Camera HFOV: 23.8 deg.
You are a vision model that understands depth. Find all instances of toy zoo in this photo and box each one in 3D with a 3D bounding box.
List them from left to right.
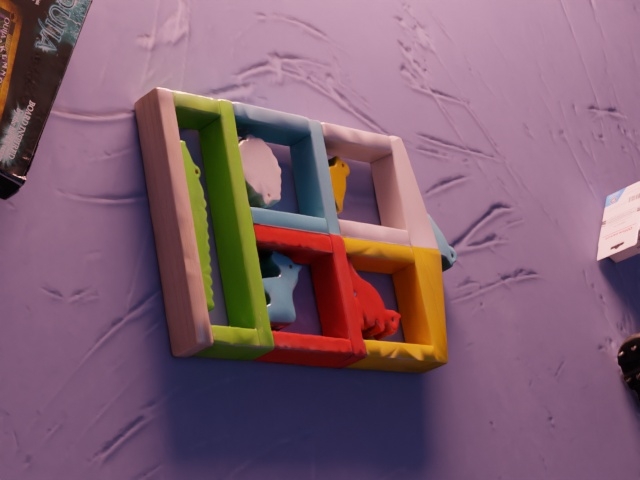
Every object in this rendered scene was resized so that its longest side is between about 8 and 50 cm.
[{"bbox_3d":[0.000,0.000,1.126,0.293,0.030,0.192,9,63,-42],"label":"toy zoo"}]

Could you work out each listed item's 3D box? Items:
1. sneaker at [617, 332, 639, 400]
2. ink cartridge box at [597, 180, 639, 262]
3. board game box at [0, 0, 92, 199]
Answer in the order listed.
[{"bbox_3d":[0.362,0.168,1.369,0.106,0.078,0.234,-31,90,-47],"label":"sneaker"},{"bbox_3d":[0.288,-0.012,1.414,0.028,0.048,0.083,40,47,-24],"label":"ink cartridge box"},{"bbox_3d":[-0.221,-0.131,0.975,0.126,0.026,0.186,36,47,-27],"label":"board game box"}]
